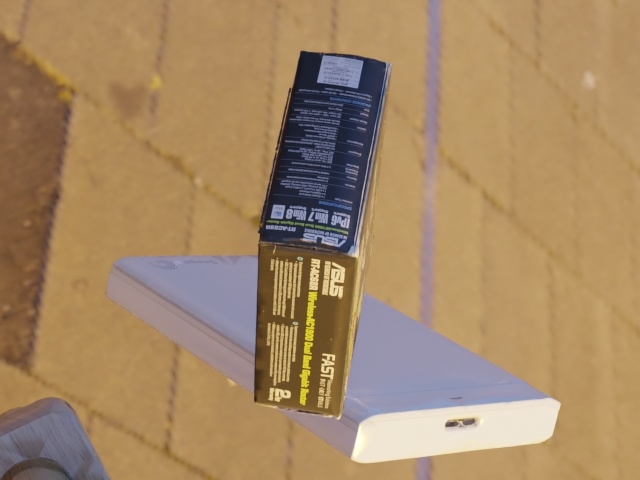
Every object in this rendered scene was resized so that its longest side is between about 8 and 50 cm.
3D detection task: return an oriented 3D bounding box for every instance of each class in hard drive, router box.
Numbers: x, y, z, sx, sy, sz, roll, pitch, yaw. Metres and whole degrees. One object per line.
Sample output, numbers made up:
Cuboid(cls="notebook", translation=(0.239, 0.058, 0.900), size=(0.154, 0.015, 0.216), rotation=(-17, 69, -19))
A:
Cuboid(cls="hard drive", translation=(0.004, 0.082, 1.340), size=(0.203, 0.307, 0.040), rotation=(0, 110, -41))
Cuboid(cls="router box", translation=(0.000, 0.000, 0.687), size=(0.122, 0.038, 0.092), rotation=(94, 5, -55))

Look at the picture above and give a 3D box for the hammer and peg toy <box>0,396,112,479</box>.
Cuboid(cls="hammer and peg toy", translation=(-0.171, 0.285, 0.894), size=(0.361, 0.266, 0.127), rotation=(67, -7, -21))
